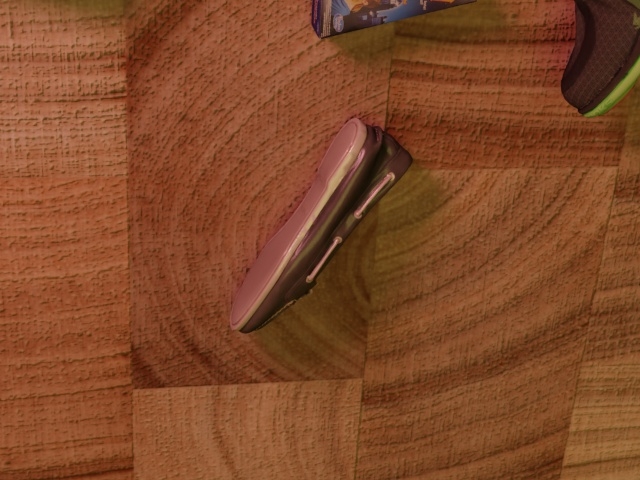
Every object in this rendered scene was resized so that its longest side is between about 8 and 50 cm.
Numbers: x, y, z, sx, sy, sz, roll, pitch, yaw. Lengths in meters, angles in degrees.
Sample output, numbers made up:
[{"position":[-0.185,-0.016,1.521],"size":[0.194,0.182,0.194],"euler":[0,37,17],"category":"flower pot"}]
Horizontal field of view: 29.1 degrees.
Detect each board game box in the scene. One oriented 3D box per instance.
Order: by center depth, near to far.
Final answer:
[{"position":[0.093,-0.341,1.471],"size":[0.194,0.060,0.194],"euler":[-2,119,-11],"category":"board game box"}]

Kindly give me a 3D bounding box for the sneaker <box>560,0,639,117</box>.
[{"position":[0.328,-0.382,1.452],"size":[0.202,0.185,0.482],"euler":[5,116,7],"category":"sneaker"}]

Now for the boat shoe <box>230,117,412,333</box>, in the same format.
[{"position":[0.000,0.000,1.612],"size":[0.096,0.112,0.335],"euler":[28,107,-18],"category":"boat shoe"}]
